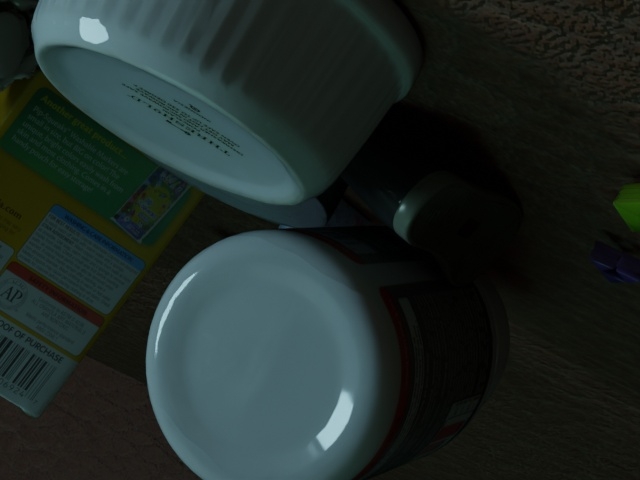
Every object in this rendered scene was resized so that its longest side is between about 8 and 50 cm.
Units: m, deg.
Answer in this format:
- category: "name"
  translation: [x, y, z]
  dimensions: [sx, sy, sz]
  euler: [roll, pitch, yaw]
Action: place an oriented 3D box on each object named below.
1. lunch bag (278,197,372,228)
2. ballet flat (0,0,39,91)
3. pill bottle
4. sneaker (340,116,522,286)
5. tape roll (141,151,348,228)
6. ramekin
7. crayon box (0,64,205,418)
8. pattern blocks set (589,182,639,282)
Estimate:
- category: "lunch bag"
  translation: [0.000, 0.000, 1.664]
  dimensions: [0.053, 0.083, 0.071]
  euler: [13, 159, 47]
- category: "ballet flat"
  translation: [-0.341, -0.143, 1.403]
  dimensions: [0.147, 0.147, 0.409]
  euler: [24, -153, 17]
- category: "pill bottle"
  translation: [0.026, 0.092, 1.490]
  dimensions: [0.210, 0.210, 0.363]
  euler: [22, -171, 22]
- category: "sneaker"
  translation: [0.081, -0.041, 1.415]
  dimensions: [0.118, 0.083, 0.222]
  euler: [44, -177, 25]
- category: "tape roll"
  translation: [-0.075, -0.094, 1.491]
  dimensions: [0.219, 0.072, 0.219]
  euler: [25, 166, 7]
- category: "ramekin"
  translation: [-0.075, -0.131, 1.236]
  dimensions: [0.273, 0.127, 0.273]
  euler: [26, 166, 7]
- category: "crayon box"
  translation: [-0.250, -0.023, 1.641]
  dimensions: [0.203, 0.323, 0.083]
  euler: [36, -176, -29]
- category: "pattern blocks set"
  translation: [0.327, 0.036, 1.281]
  dimensions: [0.285, 0.026, 0.325]
  euler: [35, 165, -29]
